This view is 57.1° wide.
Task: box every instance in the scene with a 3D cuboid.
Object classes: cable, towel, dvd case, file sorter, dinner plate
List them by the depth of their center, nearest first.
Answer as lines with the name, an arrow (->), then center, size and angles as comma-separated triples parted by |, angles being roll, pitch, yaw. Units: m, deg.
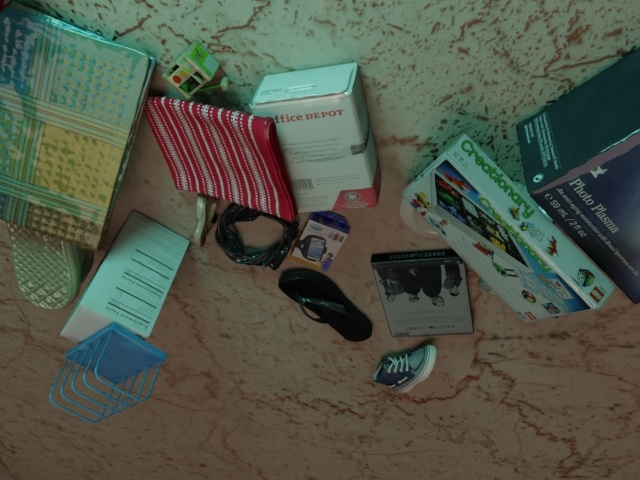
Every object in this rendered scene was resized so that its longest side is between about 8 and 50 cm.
towel -> -0.444, -0.178, 0.959 | 0.271, 0.040, 0.370 | 21, 115, -9
towel -> -0.166, -0.134, 0.962 | 0.274, 0.031, 0.199 | 17, 141, 28
dinner plate -> 0.211, -0.049, 1.048 | 0.141, 0.017, 0.141 | 5, 136, 5
file sorter -> -0.384, 0.246, 1.056 | 0.170, 0.104, 0.118 | -29, 125, 33
cable -> -0.123, -0.018, 1.136 | 0.150, 0.047, 0.184 | 25, 137, -6
dvd case -> 0.212, 0.114, 1.199 | 0.179, 0.030, 0.239 | -5, 134, 16

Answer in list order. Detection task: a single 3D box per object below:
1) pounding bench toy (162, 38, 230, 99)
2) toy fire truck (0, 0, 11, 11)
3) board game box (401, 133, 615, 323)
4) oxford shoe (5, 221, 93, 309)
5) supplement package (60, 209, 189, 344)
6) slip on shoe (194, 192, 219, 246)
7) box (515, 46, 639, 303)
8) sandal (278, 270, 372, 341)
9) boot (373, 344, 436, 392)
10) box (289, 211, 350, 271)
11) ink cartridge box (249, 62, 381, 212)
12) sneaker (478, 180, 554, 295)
pounding bench toy -> -0.189, -0.250, 0.907 | 0.065, 0.052, 0.083 | -29, 123, 34
toy fire truck -> -0.559, -0.357, 0.790 | 0.217, 0.158, 0.246 | 44, 132, -14
board game box -> 0.274, -0.005, 0.907 | 0.305, 0.053, 0.193 | 47, 162, 2
oxford shoe -> -0.498, -0.077, 1.102 | 0.169, 0.130, 0.449 | 13, 121, -1
supplement package -> -0.374, 0.088, 1.145 | 0.134, 0.244, 0.139 | 31, 132, -18
slip on shoe -> -0.219, -0.038, 1.130 | 0.041, 0.051, 0.135 | 6, 130, -10
box -> 0.488, -0.103, 0.819 | 0.296, 0.183, 0.294 | 37, 129, -24
sandal -> 0.018, 0.147, 1.255 | 0.254, 0.054, 0.097 | 38, 130, -24
boot -> 0.191, 0.291, 1.350 | 0.086, 0.069, 0.190 | 16, 137, -8
box -> 0.000, 0.000, 1.133 | 0.081, 0.028, 0.136 | 20, 137, -8
ink cartridge box -> 0.000, -0.156, 0.932 | 0.158, 0.092, 0.218 | -3, 135, 16
sneaker -> 0.317, -0.009, 1.027 | 0.121, 0.099, 0.262 | 31, 142, 14
